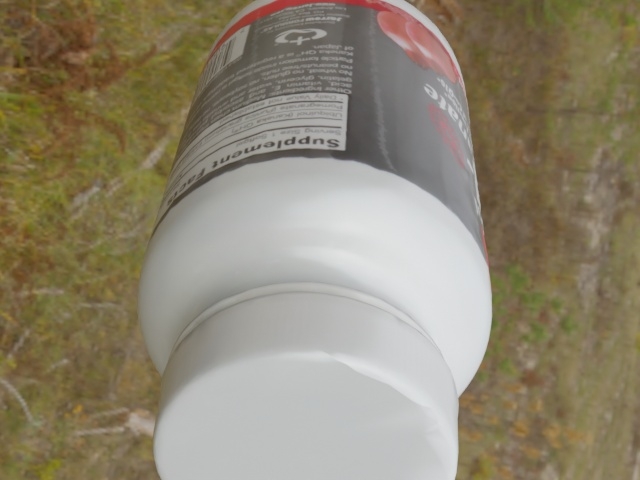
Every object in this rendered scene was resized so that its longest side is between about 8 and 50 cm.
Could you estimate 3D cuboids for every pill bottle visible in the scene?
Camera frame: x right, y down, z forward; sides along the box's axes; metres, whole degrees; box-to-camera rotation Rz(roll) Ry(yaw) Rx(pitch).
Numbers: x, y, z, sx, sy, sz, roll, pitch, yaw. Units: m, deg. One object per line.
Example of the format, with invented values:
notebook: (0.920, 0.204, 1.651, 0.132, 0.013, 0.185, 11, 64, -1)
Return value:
pill bottle: (0.000, 0.000, 0.559, 0.318, 0.176, 0.176, -85, 168, -53)
